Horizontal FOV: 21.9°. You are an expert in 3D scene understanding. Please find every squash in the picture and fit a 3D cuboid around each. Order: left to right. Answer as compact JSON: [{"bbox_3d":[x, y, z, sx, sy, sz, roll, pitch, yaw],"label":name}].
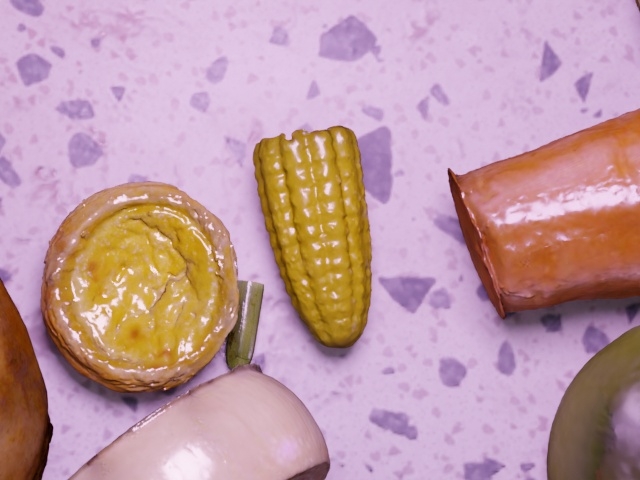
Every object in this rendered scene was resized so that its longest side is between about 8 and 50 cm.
[{"bbox_3d":[-0.071,0.079,1.514,0.027,0.027,0.083,8,82,-3],"label":"squash"}]

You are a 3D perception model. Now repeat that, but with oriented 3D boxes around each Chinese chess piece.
[{"bbox_3d":[-0.119,0.220,1.373,0.270,0.270,0.112,-37,76,-7],"label":"Chinese chess piece"}]

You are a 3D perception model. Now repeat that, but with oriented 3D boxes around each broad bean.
[{"bbox_3d":[0.325,0.183,1.457,0.238,0.119,0.291,32,92,20],"label":"broad bean"}]

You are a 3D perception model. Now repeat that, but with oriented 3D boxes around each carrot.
[{"bbox_3d":[0.258,-0.020,1.466,0.254,0.196,0.196,-16,85,-3],"label":"carrot"}]

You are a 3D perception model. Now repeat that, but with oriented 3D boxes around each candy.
[{"bbox_3d":[0.000,0.000,1.492,0.094,0.106,0.198,-10,88,14],"label":"candy"}]

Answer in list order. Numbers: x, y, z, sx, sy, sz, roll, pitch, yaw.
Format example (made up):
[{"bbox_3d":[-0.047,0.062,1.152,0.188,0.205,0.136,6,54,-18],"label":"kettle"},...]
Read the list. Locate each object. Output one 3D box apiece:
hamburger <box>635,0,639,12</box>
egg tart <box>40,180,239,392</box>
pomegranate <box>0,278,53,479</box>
[{"bbox_3d":[0.405,-0.230,1.529,0.309,0.132,0.211,28,80,-1],"label":"hamburger"},{"bbox_3d":[-0.162,0.044,1.489,0.191,0.074,0.191,0,84,-3],"label":"egg tart"},{"bbox_3d":[-0.369,0.133,1.355,0.322,0.322,0.322,0,83,-3],"label":"pomegranate"}]
